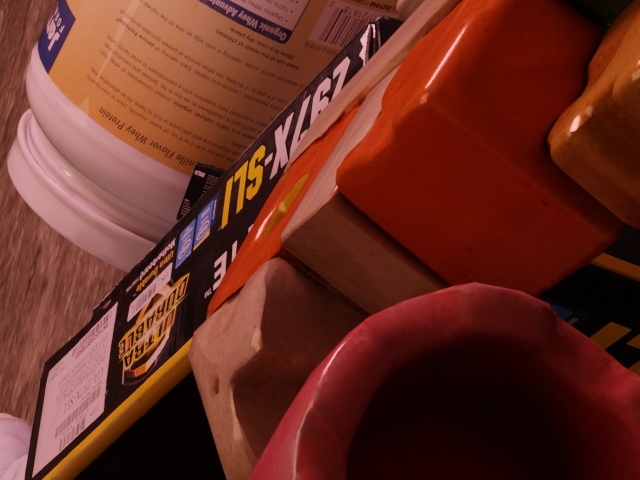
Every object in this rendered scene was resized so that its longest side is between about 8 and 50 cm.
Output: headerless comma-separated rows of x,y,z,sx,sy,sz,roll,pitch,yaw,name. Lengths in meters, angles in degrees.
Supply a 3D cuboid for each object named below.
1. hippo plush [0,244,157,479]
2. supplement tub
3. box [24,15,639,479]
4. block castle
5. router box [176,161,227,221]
-0.124,0.115,1.224,0.234,0.294,0.236,35,96,43,hippo plush
-0.071,-0.146,1.344,0.316,0.228,0.228,-59,26,21,supplement tub
0.086,0.064,0.733,0.257,0.322,0.079,-44,36,43,box
0.175,-0.011,0.497,0.453,0.303,0.213,-60,8,-33,block castle
0.000,0.000,1.196,0.179,0.133,0.046,22,91,66,router box
